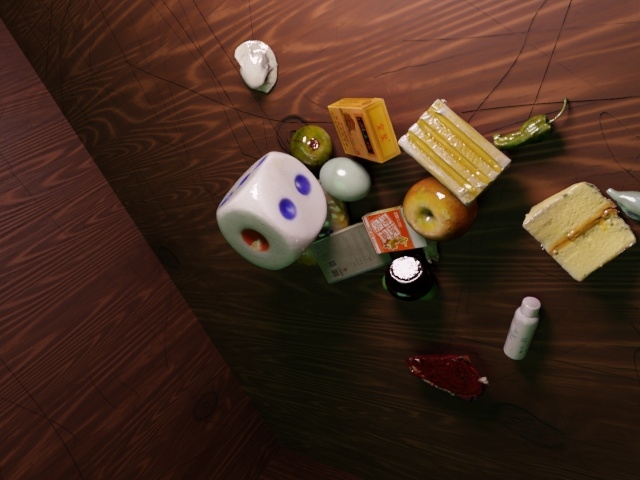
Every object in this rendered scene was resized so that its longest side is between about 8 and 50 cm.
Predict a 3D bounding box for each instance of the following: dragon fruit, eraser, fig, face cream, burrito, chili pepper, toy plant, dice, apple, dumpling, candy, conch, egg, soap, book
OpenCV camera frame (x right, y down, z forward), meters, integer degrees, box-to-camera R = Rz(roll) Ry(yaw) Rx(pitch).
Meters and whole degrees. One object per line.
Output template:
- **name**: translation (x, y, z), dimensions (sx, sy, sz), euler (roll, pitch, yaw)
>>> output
- **dragon fruit**: translation (0.549, 0.561, 1.957), dimensions (0.343, 0.100, 0.282), euler (-19, 111, 52)
- **eraser**: translation (0.270, -0.040, 1.669), dimensions (0.230, 0.038, 0.157), euler (-11, 108, 45)
- **fig**: translation (-0.050, -0.337, 1.717), dimensions (0.151, 0.151, 0.259), euler (53, 168, -10)
- **face cream**: translation (0.703, 0.303, 1.610), dimensions (0.082, 0.082, 0.269), euler (21, 135, 28)
- **burrito**: translation (0.386, 0.000, 1.653), dimensions (0.058, 0.045, 0.188), euler (-7, 117, 27)
- **chili pepper**: translation (0.556, -0.287, 1.225), dimensions (0.204, 0.072, 0.073), euler (-23, 105, 51)
- **toy plant**: translation (0.329, 0.150, 1.753), dimensions (0.218, 0.175, 0.235), euler (15, 158, 25)
- **dice**: translation (-0.168, -0.104, 1.649), dimensions (0.304, 0.304, 0.277), euler (43, 137, -19)
- **apple**: translation (0.381, -0.106, 1.469), dimensions (0.235, 0.173, 0.210), euler (30, 138, 33)
- **dumpling**: translation (-0.219, -0.607, 1.630), dimensions (0.150, 0.092, 0.176), euler (-10, 112, 30)
- **candy**: translation (0.000, 0.001, 1.852), dimensions (0.136, 0.038, 0.088), euler (-7, 124, 24)
- **conch**: translation (0.824, -0.089, 1.183), dimensions (0.180, 0.088, 0.065), euler (30, 96, 29)
- **egg**: translation (0.089, -0.215, 1.644), dimensions (0.192, 0.149, 0.149), euler (24, 137, 17)
- **soap**: translation (0.381, -0.249, 1.324), dimensions (0.173, 0.089, 0.274), euler (-47, 76, 11)
- **book**: translation (0.120, 0.047, 1.829), dimensions (0.282, 0.025, 0.215), euler (-19, 114, 13)

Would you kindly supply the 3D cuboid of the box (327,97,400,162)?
- **box**: translation (0.130, -0.350, 1.449), dimensions (0.174, 0.076, 0.274), euler (65, 169, -24)

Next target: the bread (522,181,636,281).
- **bread**: translation (0.711, -0.030, 1.264), dimensions (0.240, 0.135, 0.178), euler (47, 142, 1)

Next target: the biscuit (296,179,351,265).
- **biscuit**: translation (-0.065, -0.084, 1.913), dimensions (0.429, 0.104, 0.446), euler (-8, 121, 28)
